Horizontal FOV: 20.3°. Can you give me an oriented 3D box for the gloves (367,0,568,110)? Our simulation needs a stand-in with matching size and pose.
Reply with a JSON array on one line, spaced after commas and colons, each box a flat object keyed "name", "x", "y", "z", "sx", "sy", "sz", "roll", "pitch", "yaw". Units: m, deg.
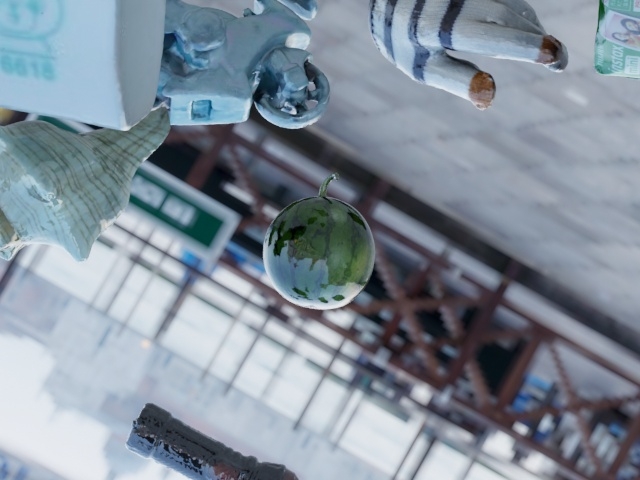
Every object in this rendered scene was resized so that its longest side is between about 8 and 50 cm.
[{"name": "gloves", "x": 0.163, "y": -0.235, "z": 1.951, "sx": 0.218, "sy": 0.140, "sz": 0.131, "roll": 12, "pitch": 136, "yaw": 41}]

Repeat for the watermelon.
[{"name": "watermelon", "x": -0.002, "y": 0.007, "z": 1.532, "sx": 0.109, "sy": 0.109, "sz": 0.109, "roll": 29, "pitch": 174, "yaw": 3}]

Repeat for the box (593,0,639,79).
[{"name": "box", "x": 0.341, "y": -0.293, "z": 1.808, "sx": 0.103, "sy": 0.180, "sz": 0.250, "roll": 9, "pitch": 149, "yaw": 13}]

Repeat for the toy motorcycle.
[{"name": "toy motorcycle", "x": -0.123, "y": -0.207, "z": 1.891, "sx": 0.260, "sy": 0.206, "sz": 0.154, "roll": 0, "pitch": 148, "yaw": -7}]

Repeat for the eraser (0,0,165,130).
[{"name": "eraser", "x": -0.271, "y": -0.202, "z": 1.412, "sx": 0.290, "sy": 0.189, "sz": 0.104, "roll": 11, "pitch": -161, "yaw": 15}]

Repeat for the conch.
[{"name": "conch", "x": -0.237, "y": -0.045, "z": 1.497, "sx": 0.114, "sy": 0.234, "sz": 0.137, "roll": 64, "pitch": -172, "yaw": -60}]

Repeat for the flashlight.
[{"name": "flashlight", "x": -0.146, "y": 0.294, "z": 2.363, "sx": 0.232, "sy": 0.093, "sz": 0.093, "roll": 29, "pitch": 174, "yaw": -4}]
